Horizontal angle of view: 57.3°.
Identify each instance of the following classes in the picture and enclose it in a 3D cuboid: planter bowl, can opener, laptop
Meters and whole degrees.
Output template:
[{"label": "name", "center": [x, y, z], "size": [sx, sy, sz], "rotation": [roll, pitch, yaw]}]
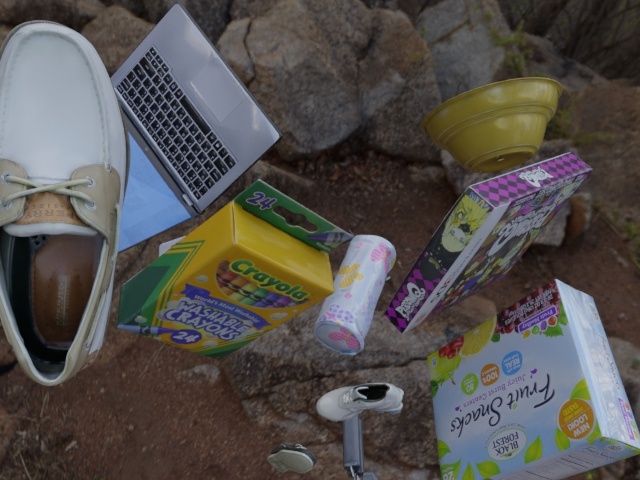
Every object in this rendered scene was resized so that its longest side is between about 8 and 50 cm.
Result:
[{"label": "planter bowl", "center": [0.272, -0.161, 0.909], "size": [0.217, 0.217, 0.090], "rotation": [-4, 77, -27]}, {"label": "can opener", "center": [0.110, 0.572, 1.507], "size": [0.095, 0.075, 0.283], "rotation": [-12, 41, 11]}, {"label": "laptop", "center": [-0.371, -0.228, 1.186], "size": [0.381, 0.408, 0.236], "rotation": [53, 20, 8]}]

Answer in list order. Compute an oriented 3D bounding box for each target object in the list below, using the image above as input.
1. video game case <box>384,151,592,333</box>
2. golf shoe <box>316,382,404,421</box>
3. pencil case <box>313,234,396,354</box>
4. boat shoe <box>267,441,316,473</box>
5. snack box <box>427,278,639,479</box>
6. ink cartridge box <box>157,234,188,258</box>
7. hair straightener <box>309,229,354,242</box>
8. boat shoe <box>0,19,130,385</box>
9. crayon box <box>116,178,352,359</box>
[{"label": "video game case", "center": [0.202, 0.000, 0.707], "size": [0.232, 0.210, 0.042], "rotation": [-18, 57, -41]}, {"label": "golf shoe", "center": [0.067, 0.298, 1.122], "size": [0.176, 0.086, 0.069], "rotation": [-14, 52, 16]}, {"label": "pencil case", "center": [0.079, 0.114, 1.282], "size": [0.114, 0.124, 0.273], "rotation": [3, 46, 28]}, {"label": "boat shoe", "center": [-0.075, 0.606, 1.661], "size": [0.079, 0.233, 0.084], "rotation": [-41, 93, -33]}, {"label": "snack box", "center": [0.216, 0.169, 0.637], "size": [0.070, 0.207, 0.174], "rotation": [22, 47, -23]}, {"label": "ink cartridge box", "center": [-0.338, 0.082, 1.428], "size": [0.104, 0.180, 0.060], "rotation": [-23, 48, -40]}, {"label": "hair straightener", "center": [0.000, 0.000, 1.390], "size": [0.231, 0.089, 0.047], "rotation": [-13, 83, -53]}, {"label": "boat shoe", "center": [-0.215, -0.027, 0.488], "size": [0.113, 0.301, 0.103], "rotation": [-3, 14, -17]}, {"label": "crayon box", "center": [-0.129, 0.063, 0.890], "size": [0.203, 0.323, 0.083], "rotation": [30, 38, -39]}]
